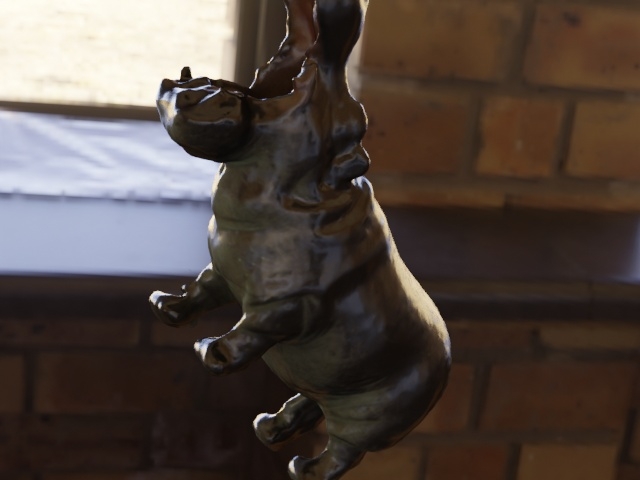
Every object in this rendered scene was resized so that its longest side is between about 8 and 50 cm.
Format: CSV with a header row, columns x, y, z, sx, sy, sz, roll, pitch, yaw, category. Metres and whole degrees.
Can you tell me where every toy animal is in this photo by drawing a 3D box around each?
x,y,z,sx,sy,sz,roll,pitch,yaw,category
-0.015,0.003,0.853,0.168,0.343,0.106,-28,39,-17,toy animal
